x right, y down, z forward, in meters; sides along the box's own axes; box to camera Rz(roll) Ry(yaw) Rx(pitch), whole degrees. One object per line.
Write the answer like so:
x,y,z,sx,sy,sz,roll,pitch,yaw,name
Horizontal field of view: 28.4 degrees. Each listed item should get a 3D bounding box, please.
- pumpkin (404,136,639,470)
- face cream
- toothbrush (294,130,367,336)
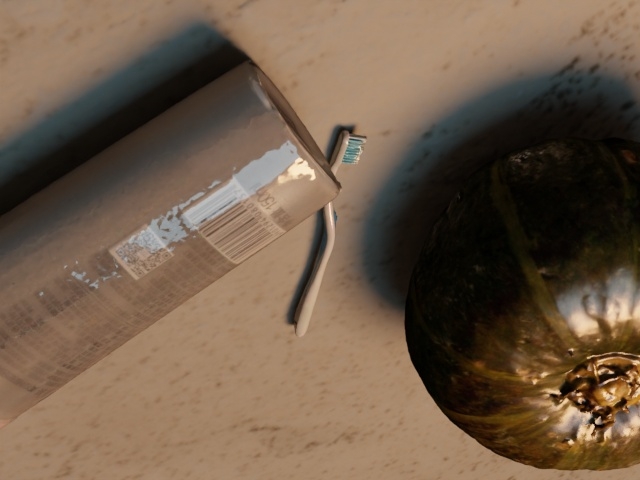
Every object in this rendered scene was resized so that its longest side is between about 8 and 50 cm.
0.157,0.038,0.755,0.224,0.157,0.223,-4,135,-4,pumpkin
-0.122,0.017,0.631,0.269,0.073,0.107,-34,136,7,face cream
0.000,0.000,0.733,0.017,0.014,0.162,7,133,-11,toothbrush
